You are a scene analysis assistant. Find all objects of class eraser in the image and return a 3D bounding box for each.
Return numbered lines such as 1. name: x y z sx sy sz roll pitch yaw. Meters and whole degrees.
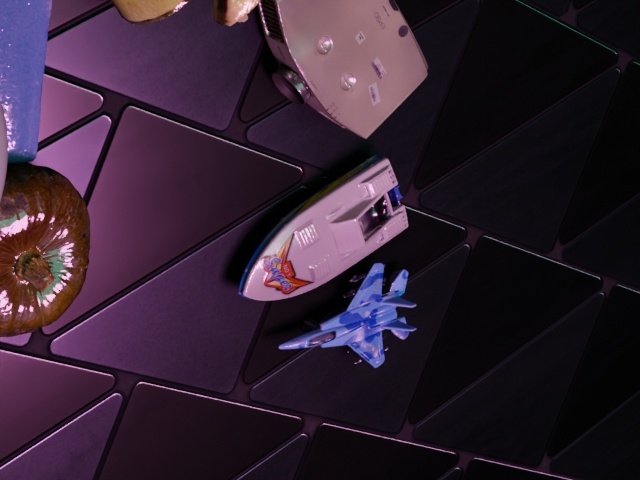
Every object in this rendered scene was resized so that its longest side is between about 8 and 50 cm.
1. eraser: -0.394 -0.244 1.936 0.144 0.042 0.312 -2 107 -38

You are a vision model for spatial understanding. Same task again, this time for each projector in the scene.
1. projector: 0.018 -0.272 2.222 0.193 0.088 0.269 -46 128 -14

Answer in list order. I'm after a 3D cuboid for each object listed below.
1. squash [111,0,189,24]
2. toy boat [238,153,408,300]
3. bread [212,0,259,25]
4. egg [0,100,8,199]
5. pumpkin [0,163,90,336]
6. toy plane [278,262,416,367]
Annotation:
1. squash: -0.246 -0.388 1.932 0.132 0.132 0.247 -48 132 -14
2. toy boat: 0.000 0.000 2.309 0.295 0.088 0.129 -34 124 -25
3. bread: -0.099 -0.399 1.986 0.198 0.263 0.236 32 103 -11
4. egg: -0.500 -0.050 1.770 0.276 0.276 0.389 43 73 -40
5. pumpkin: -0.377 0.020 1.971 0.219 0.162 0.219 -18 121 -33
6. toy plane: 0.035 0.124 2.395 0.246 0.078 0.169 -13 114 -27
